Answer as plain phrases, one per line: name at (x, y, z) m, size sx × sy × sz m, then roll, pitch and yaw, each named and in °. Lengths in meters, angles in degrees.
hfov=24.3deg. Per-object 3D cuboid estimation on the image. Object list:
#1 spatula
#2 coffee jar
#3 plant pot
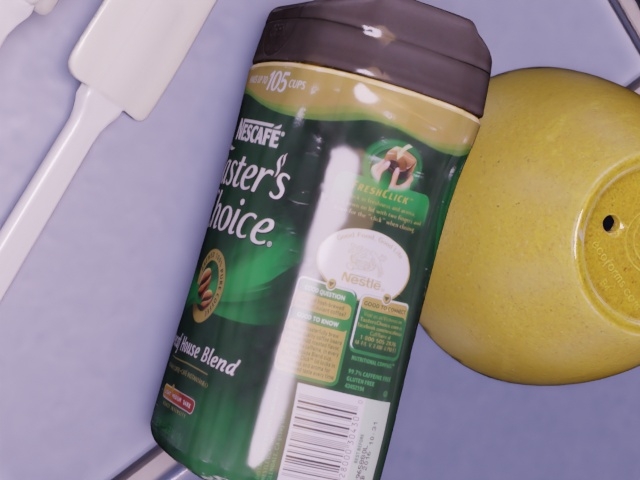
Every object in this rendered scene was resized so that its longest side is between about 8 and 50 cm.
spatula at (-0.134, -0.047, 0.507) m, size 0.242 × 0.019 × 0.168 m, roll -58°, pitch 142°, yaw -3°
coffee jar at (0.000, 0.000, 0.548) m, size 0.079 × 0.096 × 0.184 m, roll 16°, pitch 89°, yaw -21°
plant pot at (0.107, -0.002, 0.582) m, size 0.134 × 0.095 × 0.134 m, roll -2°, pitch 96°, yaw -18°
